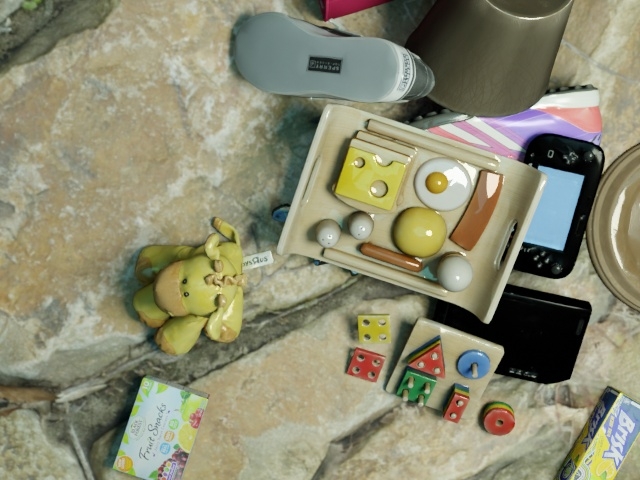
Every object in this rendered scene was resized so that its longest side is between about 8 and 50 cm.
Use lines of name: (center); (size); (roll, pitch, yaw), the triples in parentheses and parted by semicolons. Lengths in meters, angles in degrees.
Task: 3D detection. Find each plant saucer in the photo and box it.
plant saucer: (0.532, -0.019, 1.330); (0.278, 0.041, 0.277); (0, 93, -1)

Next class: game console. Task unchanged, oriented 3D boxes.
game console: (0.290, 0.025, 1.278); (0.213, 0.044, 0.361); (12, 108, 1)

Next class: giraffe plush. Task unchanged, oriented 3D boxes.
giraffe plush: (-0.164, 0.067, 1.243); (0.210, 0.170, 0.181); (-31, 93, 0)

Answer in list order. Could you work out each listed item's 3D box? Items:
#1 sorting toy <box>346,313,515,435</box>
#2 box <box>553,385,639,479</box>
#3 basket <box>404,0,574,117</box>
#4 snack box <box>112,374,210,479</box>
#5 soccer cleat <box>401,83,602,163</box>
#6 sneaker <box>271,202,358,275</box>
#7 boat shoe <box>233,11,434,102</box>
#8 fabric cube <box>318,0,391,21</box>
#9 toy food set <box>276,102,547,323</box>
sorting toy: (0.168, 0.190, 1.300); (0.275, 0.046, 0.132); (20, 116, -2)
box: (0.415, 0.303, 1.335); (0.059, 0.054, 0.169); (29, 91, -3)
basket: (0.221, -0.273, 1.135); (0.204, 0.227, 0.154); (12, 72, 0)
snack box: (-0.231, 0.277, 1.319); (0.100, 0.037, 0.141); (18, 92, -1)
soccer cleat: (0.244, -0.141, 1.283); (0.318, 0.108, 0.116); (-10, 97, -4)
sneaker: (0.000, 0.000, 1.301); (0.162, 0.063, 0.073); (27, 95, -3)
boat shoe: (0.015, -0.243, 1.231); (0.306, 0.105, 0.113); (13, 98, 38)
fabric cube: (0.094, -0.461, 1.184); (0.258, 0.259, 0.254); (-17, 93, 0)
toy food set: (0.117, -0.035, 1.211); (0.306, 0.092, 0.219); (18, 105, -1)
